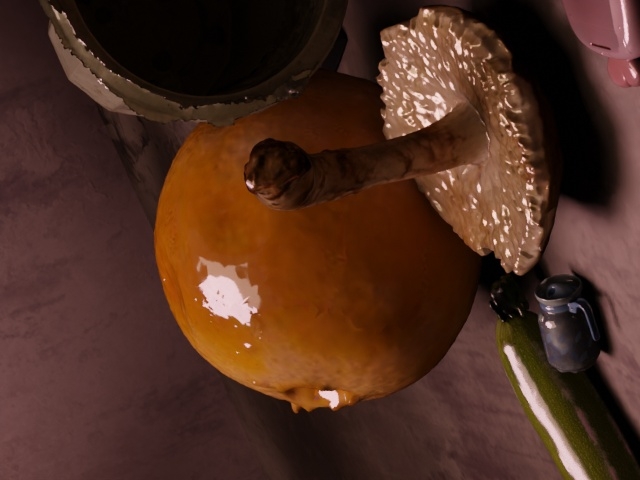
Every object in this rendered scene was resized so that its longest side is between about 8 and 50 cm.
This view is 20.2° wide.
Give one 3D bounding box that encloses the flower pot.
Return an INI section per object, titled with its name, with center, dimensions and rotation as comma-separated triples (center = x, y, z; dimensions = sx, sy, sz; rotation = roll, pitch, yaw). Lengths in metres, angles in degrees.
[flower pot]
center = -0.141, -0.229, 1.640
dimensions = 0.290, 0.290, 0.259
rotation = 65, 161, -3

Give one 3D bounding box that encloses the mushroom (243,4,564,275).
[mushroom]
center = 0.055, -0.091, 1.461
dimensions = 0.233, 0.302, 0.208
rotation = 154, 124, -62

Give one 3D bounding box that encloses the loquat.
[loquat]
center = 0.000, 0.000, 1.718
dimensions = 0.328, 0.328, 0.328
rotation = 57, 163, 27

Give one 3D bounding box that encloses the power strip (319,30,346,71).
[power strip]
center = 0.001, -0.200, 1.912
dimensions = 0.038, 0.029, 0.111
rotation = 61, 163, 13

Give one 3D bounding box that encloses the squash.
[squash]
center = 0.238, 0.177, 1.640
dimensions = 0.318, 0.071, 0.080
rotation = 63, 171, 12

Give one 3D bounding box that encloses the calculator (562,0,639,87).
[calculator]
center = 0.199, -0.183, 1.282
dimensions = 0.103, 0.024, 0.166
rotation = 30, 143, 64

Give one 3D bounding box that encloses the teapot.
[teapot]
center = 0.218, 0.078, 1.581
dimensions = 0.063, 0.049, 0.083
rotation = -95, -12, -63
